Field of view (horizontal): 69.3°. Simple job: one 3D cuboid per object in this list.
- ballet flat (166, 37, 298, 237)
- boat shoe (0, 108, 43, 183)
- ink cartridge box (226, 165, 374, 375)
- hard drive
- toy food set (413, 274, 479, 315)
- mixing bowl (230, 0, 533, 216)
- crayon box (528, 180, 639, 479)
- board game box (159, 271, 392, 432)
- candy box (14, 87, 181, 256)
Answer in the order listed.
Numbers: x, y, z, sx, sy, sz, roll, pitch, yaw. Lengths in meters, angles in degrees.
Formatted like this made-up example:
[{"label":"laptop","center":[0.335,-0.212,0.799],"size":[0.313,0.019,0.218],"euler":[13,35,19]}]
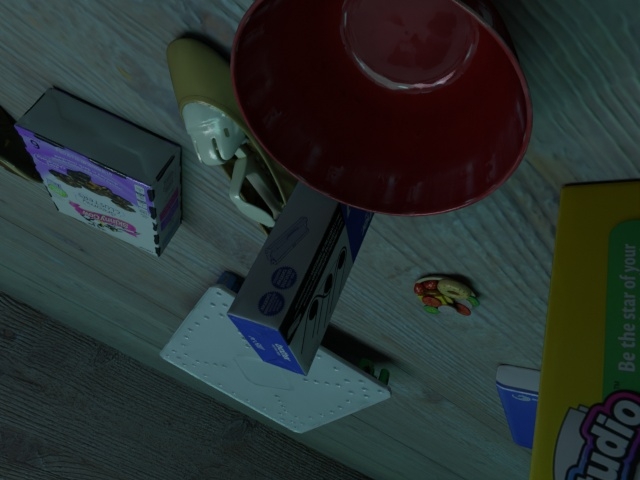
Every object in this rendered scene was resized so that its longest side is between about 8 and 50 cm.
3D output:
[{"label":"ballet flat","center":[-0.077,-0.082,0.456],"size":[0.080,0.073,0.232],"euler":[0,143,35]},{"label":"boat shoe","center":[-0.451,-0.141,0.631],"size":[0.060,0.064,0.178],"euler":[1,146,31]},{"label":"ink cartridge box","center":[0.000,0.000,0.400],"size":[0.046,0.207,0.097],"euler":[13,150,20]},{"label":"hard drive","center":[0.426,0.310,0.782],"size":[0.210,0.040,0.318],"euler":[4,146,31]},{"label":"toy food set","center":[0.161,0.073,0.598],"size":[0.083,0.020,0.082],"euler":[-4,141,39]},{"label":"mixing bowl","center":[0.044,-0.109,0.303],"size":[0.181,0.098,0.181],"euler":[17,149,10]},{"label":"crayon box","center":[0.290,0.126,0.246],"size":[0.313,0.363,0.106],"euler":[-1,143,36]},{"label":"board game box","center":[-0.111,0.258,0.967],"size":[0.390,0.050,0.390],"euler":[33,137,-11]},{"label":"candy box","center":[-0.272,-0.076,0.606],"size":[0.165,0.070,0.196],"euler":[24,150,-3]}]
